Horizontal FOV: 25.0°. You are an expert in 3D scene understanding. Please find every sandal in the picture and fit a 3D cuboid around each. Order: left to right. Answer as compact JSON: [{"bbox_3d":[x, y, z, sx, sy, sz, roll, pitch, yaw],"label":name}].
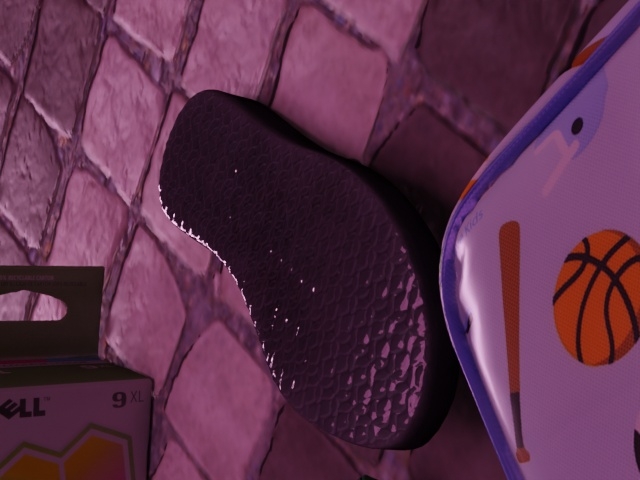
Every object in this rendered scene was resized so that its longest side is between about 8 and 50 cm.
[{"bbox_3d":[0.000,-0.001,0.645,0.097,0.054,0.254,-64,34,19],"label":"sandal"}]

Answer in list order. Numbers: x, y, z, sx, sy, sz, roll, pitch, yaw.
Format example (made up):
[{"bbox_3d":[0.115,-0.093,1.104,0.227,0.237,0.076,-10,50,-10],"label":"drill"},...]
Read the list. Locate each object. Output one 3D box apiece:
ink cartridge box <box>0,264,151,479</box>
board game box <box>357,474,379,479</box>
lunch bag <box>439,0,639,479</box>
[{"bbox_3d":[-0.155,0.120,0.787,0.062,0.109,0.209,10,97,51],"label":"ink cartridge box"},{"bbox_3d":[-0.048,0.275,0.600,0.317,0.046,0.213,-54,18,32],"label":"board game box"},{"bbox_3d":[0.167,-0.004,0.373,0.303,0.115,0.243,-48,48,39],"label":"lunch bag"}]
